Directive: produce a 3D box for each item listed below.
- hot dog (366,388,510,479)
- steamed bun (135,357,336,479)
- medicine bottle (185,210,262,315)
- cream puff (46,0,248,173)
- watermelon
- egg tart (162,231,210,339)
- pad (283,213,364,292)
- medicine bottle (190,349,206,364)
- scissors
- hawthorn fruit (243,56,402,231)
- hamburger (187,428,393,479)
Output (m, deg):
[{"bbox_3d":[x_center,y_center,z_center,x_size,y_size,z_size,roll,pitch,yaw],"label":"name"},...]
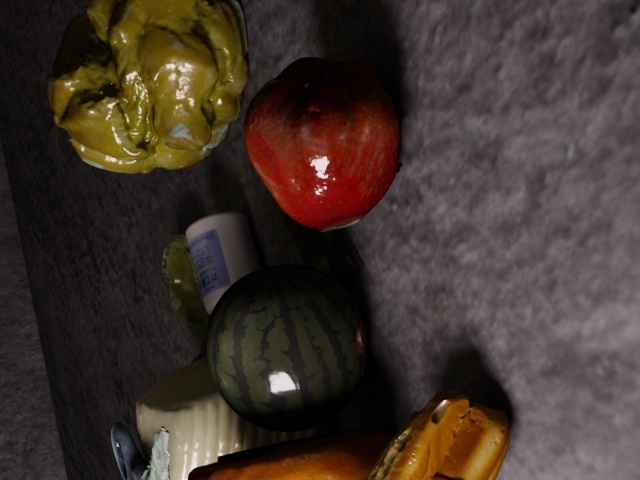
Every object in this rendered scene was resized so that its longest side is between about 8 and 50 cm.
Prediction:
[{"bbox_3d":[0.097,0.277,0.964,0.269,0.115,0.072,-57,-7,0],"label":"hot dog"},{"bbox_3d":[-0.136,0.306,1.395,0.272,0.273,0.290,-170,77,-77],"label":"steamed bun"},{"bbox_3d":[-0.140,0.056,1.443,0.103,0.102,0.187,-43,59,57],"label":"medicine bottle"},{"bbox_3d":[-0.287,-0.269,1.451,0.378,0.275,0.378,17,110,60],"label":"cream puff"},{"bbox_3d":[-0.041,0.137,1.172,0.212,0.212,0.212,25,119,57],"label":"watermelon"},{"bbox_3d":[-0.209,0.077,1.604,0.197,0.078,0.197,32,127,55],"label":"egg tart"},{"bbox_3d":[0.000,0.000,1.272,0.190,0.004,0.127,63,147,31],"label":"pad"},{"bbox_3d":[-0.198,0.224,1.644,0.199,0.057,0.058,-42,61,58],"label":"medicine bottle"},{"bbox_3d":[-0.204,0.323,1.173,0.256,0.029,0.383,68,155,15],"label":"scissors"},{"bbox_3d":[0.010,-0.103,1.065,0.185,0.185,0.202,40,149,51],"label":"hawthorn fruit"},{"bbox_3d":[-0.022,0.355,1.123,0.291,0.291,0.225,-27,74,61],"label":"hamburger"}]
